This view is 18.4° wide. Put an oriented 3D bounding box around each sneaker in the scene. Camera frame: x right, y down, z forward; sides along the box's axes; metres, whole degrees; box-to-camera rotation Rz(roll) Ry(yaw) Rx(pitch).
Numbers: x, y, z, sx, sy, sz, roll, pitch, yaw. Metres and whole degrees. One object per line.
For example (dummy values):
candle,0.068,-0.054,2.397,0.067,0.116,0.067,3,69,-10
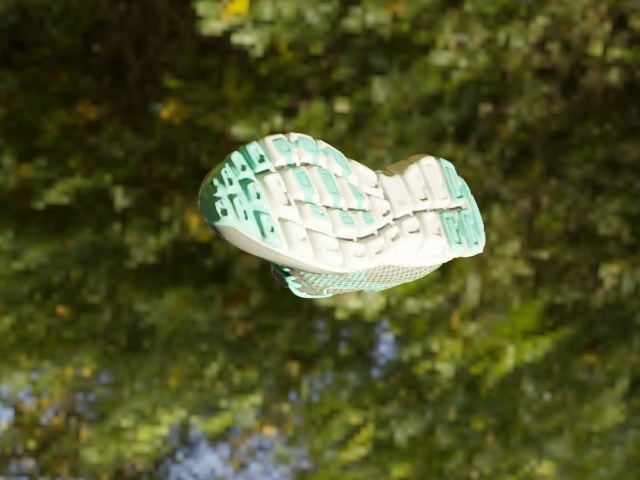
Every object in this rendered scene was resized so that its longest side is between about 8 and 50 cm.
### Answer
sneaker,0.000,0.000,0.857,0.076,0.065,0.166,-34,154,32
